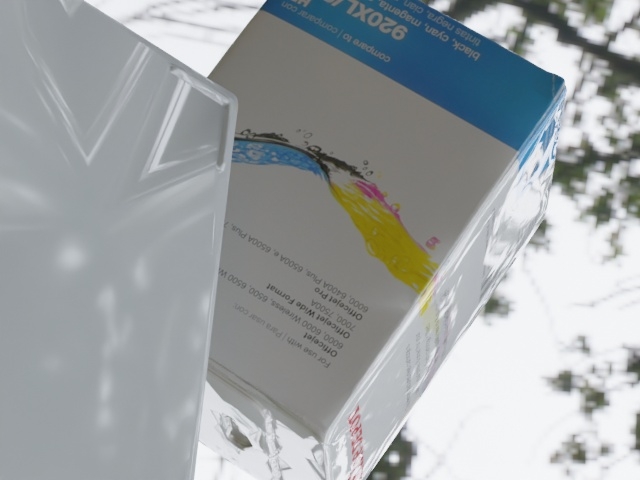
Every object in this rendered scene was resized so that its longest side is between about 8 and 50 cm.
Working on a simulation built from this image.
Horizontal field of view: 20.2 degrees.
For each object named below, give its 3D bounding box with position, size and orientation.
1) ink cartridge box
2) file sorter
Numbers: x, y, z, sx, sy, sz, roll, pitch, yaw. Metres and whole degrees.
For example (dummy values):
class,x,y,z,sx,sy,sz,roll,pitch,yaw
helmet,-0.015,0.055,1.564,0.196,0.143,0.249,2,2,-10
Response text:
class,x,y,z,sx,sy,sz,roll,pitch,yaw
ink cartridge box,0.000,0.000,0.984,0.168,0.171,0.233,31,-109,14
file sorter,-0.174,0.037,0.792,0.173,0.193,0.278,-23,-130,39
